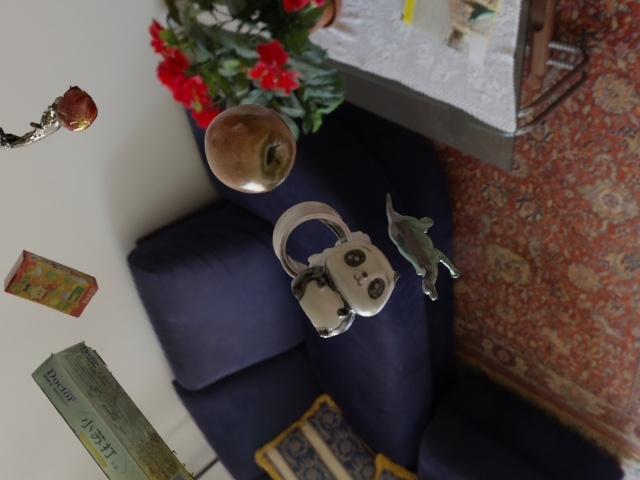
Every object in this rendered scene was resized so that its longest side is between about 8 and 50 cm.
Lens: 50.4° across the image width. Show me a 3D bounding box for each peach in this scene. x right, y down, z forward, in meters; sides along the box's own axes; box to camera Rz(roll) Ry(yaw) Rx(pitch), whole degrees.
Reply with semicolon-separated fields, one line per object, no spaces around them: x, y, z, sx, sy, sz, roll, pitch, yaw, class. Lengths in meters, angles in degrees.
-0.438;-0.237;1.240;0.050;0.077;0.083;34;108;19;peach

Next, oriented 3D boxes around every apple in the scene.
-0.152;-0.195;1.446;0.173;0.188;0.188;16;137;39;apple

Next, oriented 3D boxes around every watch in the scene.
0.000;0.000;1.836;0.231;0.244;0.196;60;178;-22;watch

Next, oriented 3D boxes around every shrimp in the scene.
-0.612;-0.247;1.451;0.219;0.152;0.046;-21;98;47;shrimp

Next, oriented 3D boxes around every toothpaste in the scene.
-0.323;0.303;1.077;0.071;0.089;0.313;-41;85;21;toothpaste

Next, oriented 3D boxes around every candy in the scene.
-0.405;0.066;1.026;0.122;0.062;0.038;28;-167;-37;candy

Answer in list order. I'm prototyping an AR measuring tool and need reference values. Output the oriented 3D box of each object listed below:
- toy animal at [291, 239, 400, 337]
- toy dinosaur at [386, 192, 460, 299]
0.062;0.107;1.628;0.187;0.235;0.165;57;-167;-1;toy animal
0.235;0.000;1.819;0.384;0.129;0.331;56;-164;18;toy dinosaur
